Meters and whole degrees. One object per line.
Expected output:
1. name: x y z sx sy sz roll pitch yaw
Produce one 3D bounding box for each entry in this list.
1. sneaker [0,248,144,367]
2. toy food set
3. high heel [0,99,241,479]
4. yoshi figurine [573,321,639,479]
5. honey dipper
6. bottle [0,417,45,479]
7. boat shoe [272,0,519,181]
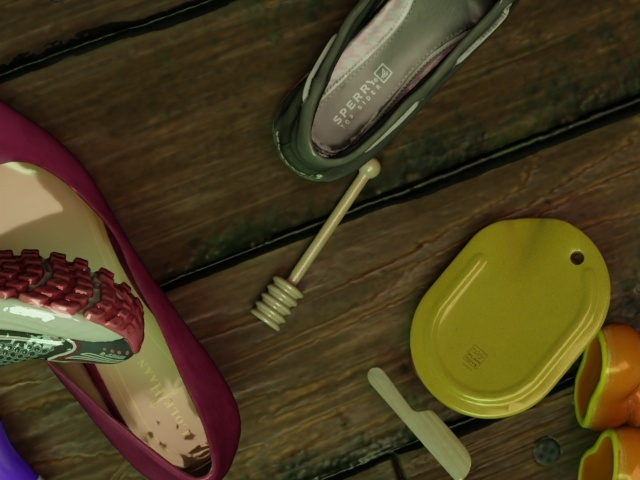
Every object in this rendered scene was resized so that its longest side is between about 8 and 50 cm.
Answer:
1. sneaker: -0.268 0.070 1.184 0.299 0.121 0.112 -2 103 8
2. toy food set: 0.142 0.080 1.383 0.128 0.071 0.218 41 85 13
3. high heel: -0.189 0.023 1.255 0.127 0.181 0.377 -44 101 -4
4. yoshi figurine: 0.397 0.150 1.346 0.362 0.203 0.203 8 98 -7
5. honey dipper: 0.000 0.000 1.364 0.030 0.030 0.160 36 87 -11
6. bottle: -0.328 0.126 1.286 0.283 0.092 0.118 43 84 -11
7. boat shoe: 0.089 -0.181 1.329 0.112 0.095 0.335 39 88 -11
